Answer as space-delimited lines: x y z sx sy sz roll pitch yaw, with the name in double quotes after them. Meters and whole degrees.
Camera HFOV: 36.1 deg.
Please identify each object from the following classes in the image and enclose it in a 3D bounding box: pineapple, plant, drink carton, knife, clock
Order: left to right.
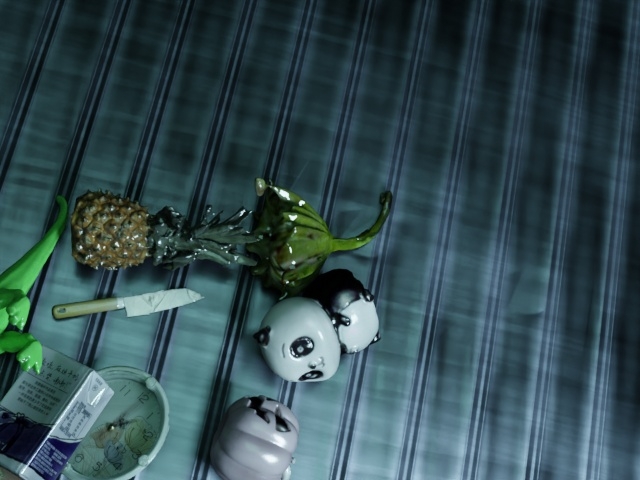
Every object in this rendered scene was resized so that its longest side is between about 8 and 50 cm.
-0.499 0.318 1.771 0.134 0.102 0.222 19 65 29 "drink carton"
-0.388 0.348 1.818 0.236 0.053 0.236 -6 56 8 "clock"
-0.377 0.129 1.936 0.297 0.017 0.047 -8 76 -19 "knife"
-0.302 -0.004 1.921 0.364 0.165 0.166 7 71 -10 "pineapple"
0.018 -0.004 1.996 0.333 0.180 0.251 1 83 -16 "plant"

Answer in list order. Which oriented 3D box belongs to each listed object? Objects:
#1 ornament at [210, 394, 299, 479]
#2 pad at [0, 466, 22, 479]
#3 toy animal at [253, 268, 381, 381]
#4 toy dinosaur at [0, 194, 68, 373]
-0.115 0.381 1.832 0.177 0.177 0.178 4 72 -12 "ornament"
-0.624 0.463 1.777 0.181 0.004 0.267 20 69 -7 "pad"
-0.010 0.176 1.921 0.235 0.187 0.165 -34 42 -25 "toy animal"
-0.672 0.135 1.848 0.374 0.144 0.500 -13 41 13 "toy dinosaur"
